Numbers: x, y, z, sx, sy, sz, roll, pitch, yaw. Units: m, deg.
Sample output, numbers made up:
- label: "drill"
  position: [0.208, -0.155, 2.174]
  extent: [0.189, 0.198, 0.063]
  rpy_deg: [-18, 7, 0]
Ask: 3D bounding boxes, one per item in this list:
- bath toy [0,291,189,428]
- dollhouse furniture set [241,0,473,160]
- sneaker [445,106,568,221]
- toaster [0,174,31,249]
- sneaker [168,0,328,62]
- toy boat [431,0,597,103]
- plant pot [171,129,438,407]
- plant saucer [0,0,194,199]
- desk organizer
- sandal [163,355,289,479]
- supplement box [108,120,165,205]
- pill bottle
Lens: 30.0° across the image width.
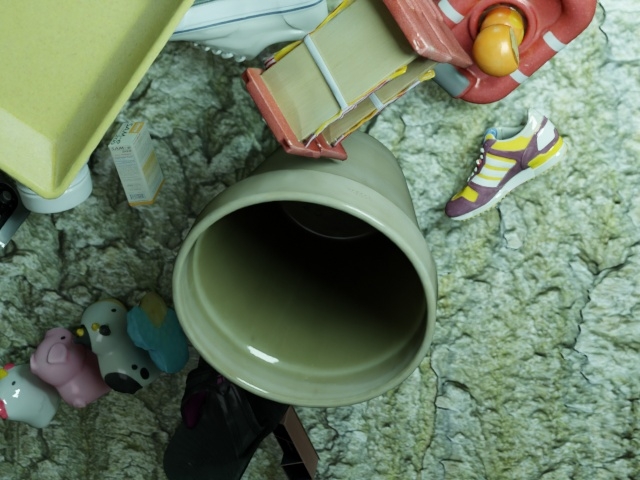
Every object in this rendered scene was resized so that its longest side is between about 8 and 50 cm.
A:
- label: "bath toy"
  position: [-0.376, 0.192, 1.834]
  extent: [0.348, 0.129, 0.151]
  rpy_deg: [-25, 83, 26]
- label: "dollhouse furniture set"
  position: [-0.019, -0.299, 1.342]
  extent: [0.201, 0.152, 0.374]
  rpy_deg: [-33, 79, 22]
- label: "sneaker"
  position: [0.223, -0.100, 1.540]
  extent: [0.185, 0.069, 0.084]
  rpy_deg: [-35, 104, 24]
- label: "toaster"
  position: [-0.541, -0.042, 1.709]
  extent: [0.185, 0.110, 0.168]
  rpy_deg: [-29, 114, 28]
- label: "sneaker"
  position: [-0.114, -0.262, 1.469]
  extent: [0.258, 0.094, 0.091]
  rpy_deg: [-6, 119, 15]
- label: "toy boat"
  position: [0.211, -0.242, 1.380]
  extent: [0.151, 0.151, 0.231]
  rpy_deg: [38, 124, -16]
- label: "plant pot"
  position: [0.000, 0.000, 1.519]
  extent: [0.323, 0.280, 0.323]
  rpy_deg: [6, 127, 8]
- label: "plant saucer"
  position: [-0.361, -0.272, 1.417]
  extent: [0.332, 0.081, 0.333]
  rpy_deg: [34, 107, -11]
- label: "desk organizer"
  position: [-0.048, 0.325, 1.908]
  extent: [0.047, 0.050, 0.130]
  rpy_deg: [-13, 122, 20]
- label: "sandal"
  position: [-0.150, 0.275, 1.836]
  extent: [0.167, 0.107, 0.446]
  rpy_deg: [29, 128, 12]
- label: "supplement box"
  position: [-0.250, -0.105, 1.632]
  extent: [0.036, 0.062, 0.098]
  rpy_deg: [-4, 124, 16]
- label: "pill bottle"
  position: [-0.374, -0.149, 1.591]
  extent: [0.119, 0.119, 0.208]
  rpy_deg: [0, 126, 12]
